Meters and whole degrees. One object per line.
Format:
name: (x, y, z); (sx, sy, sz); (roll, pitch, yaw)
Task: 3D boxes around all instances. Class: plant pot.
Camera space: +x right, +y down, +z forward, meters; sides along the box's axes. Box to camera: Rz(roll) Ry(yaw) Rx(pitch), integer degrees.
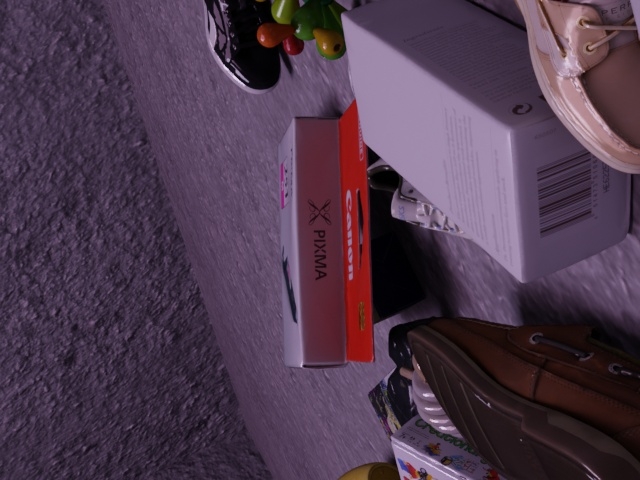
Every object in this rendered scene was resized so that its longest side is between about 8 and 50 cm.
plant pot: (0.086, 0.390, 1.399); (0.134, 0.134, 0.095); (59, 139, 32)

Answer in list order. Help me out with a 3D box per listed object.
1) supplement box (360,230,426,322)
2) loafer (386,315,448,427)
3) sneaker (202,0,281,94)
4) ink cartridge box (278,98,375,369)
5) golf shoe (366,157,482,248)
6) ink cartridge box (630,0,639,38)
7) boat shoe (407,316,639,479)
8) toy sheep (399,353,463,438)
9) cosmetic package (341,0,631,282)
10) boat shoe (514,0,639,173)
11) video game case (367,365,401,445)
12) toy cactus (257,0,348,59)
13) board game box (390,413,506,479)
supplement box: (0.065, 0.045, 1.028); (0.083, 0.056, 0.083); (65, 165, 9)
loafer: (0.110, 0.149, 0.987); (0.062, 0.061, 0.170); (54, 155, 39)
sneaker: (-0.101, -0.284, 1.087); (0.121, 0.079, 0.217); (150, 98, -78)
ink cartridge box: (0.000, 0.000, 0.995); (0.239, 0.060, 0.275); (141, 128, -78)
golf shoe: (0.102, -0.023, 0.728); (0.176, 0.086, 0.069); (48, 155, 49)
ink cartridge box: (0.196, -0.047, 0.373); (0.150, 0.063, 0.109); (70, 166, -12)
boat shoe: (0.170, 0.116, 0.664); (0.111, 0.104, 0.307); (63, 167, -23)
toy sheep: (0.130, 0.146, 0.892); (0.132, 0.091, 0.091); (47, 177, -29)
cosmetic package: (0.104, -0.083, 0.630); (0.231, 0.085, 0.117); (-127, 20, -51)
boat shoe: (0.140, -0.117, 0.478); (0.059, 0.063, 0.170); (104, 143, -77)
video game case: (0.140, 0.265, 1.125); (0.232, 0.042, 0.210); (63, 164, 15)
toy cactus: (-0.017, -0.248, 0.823); (0.219, 0.112, 0.180); (-143, 41, -80)
board game box: (0.182, 0.340, 0.952); (0.193, 0.053, 0.305); (20, 134, 47)
